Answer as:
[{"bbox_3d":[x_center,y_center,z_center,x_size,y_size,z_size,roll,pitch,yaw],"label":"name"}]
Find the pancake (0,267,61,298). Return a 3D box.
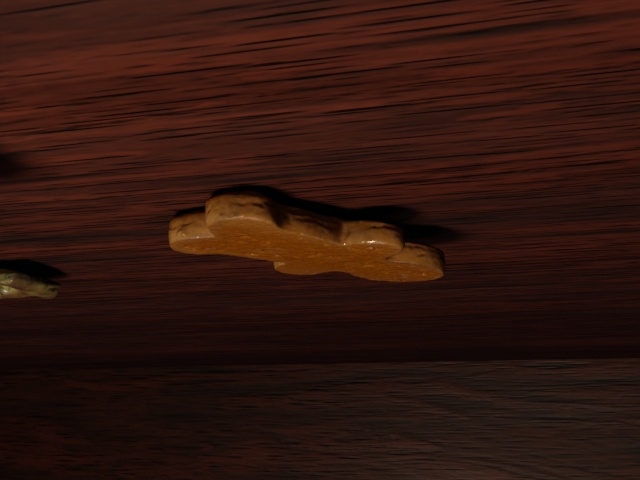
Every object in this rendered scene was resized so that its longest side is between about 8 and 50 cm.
[{"bbox_3d":[-0.407,0.043,1.062,0.235,0.029,0.212,6,169,-17],"label":"pancake"}]

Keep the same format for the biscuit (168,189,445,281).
[{"bbox_3d":[0.000,-0.001,0.818,0.250,0.036,0.165,11,165,-30],"label":"biscuit"}]
